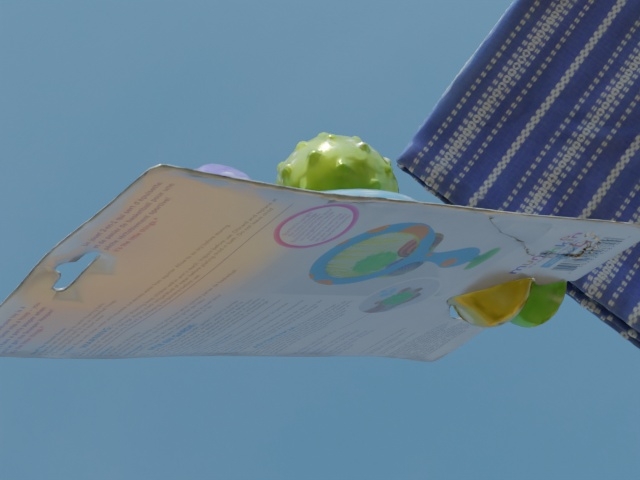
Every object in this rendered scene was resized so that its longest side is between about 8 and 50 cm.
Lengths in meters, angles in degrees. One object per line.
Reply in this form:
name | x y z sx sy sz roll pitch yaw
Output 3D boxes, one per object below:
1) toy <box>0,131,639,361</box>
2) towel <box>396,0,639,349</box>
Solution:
toy | 0.000 0.000 0.453 0.237 0.056 0.137 9 -32 -39
towel | 0.255 -0.053 0.909 0.336 0.040 0.243 36 -99 7
